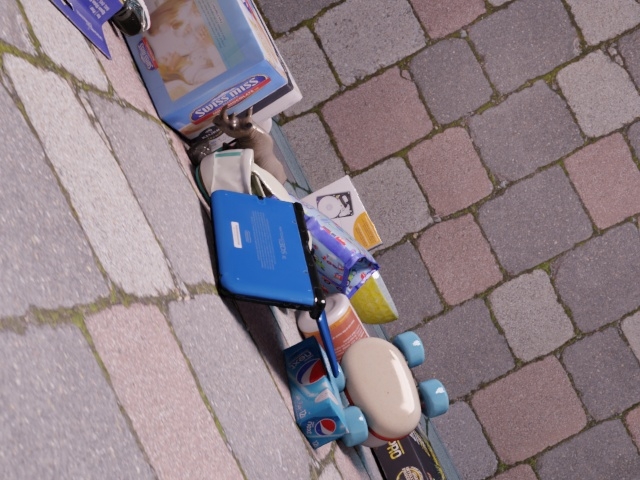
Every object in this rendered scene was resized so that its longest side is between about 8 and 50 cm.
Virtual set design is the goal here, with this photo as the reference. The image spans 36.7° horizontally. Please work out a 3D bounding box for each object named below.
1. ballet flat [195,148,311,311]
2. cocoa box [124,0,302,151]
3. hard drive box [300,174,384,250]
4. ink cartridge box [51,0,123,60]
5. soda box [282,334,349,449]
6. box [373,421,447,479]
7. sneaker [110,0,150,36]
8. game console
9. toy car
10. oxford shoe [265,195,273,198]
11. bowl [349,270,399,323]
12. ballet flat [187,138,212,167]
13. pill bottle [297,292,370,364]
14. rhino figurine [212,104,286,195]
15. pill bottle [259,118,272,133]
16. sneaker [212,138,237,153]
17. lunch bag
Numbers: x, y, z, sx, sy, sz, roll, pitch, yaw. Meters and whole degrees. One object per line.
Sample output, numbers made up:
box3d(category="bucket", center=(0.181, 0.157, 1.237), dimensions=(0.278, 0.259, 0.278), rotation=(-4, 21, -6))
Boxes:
box3d(category="ballet flat", center=(-0.092, -0.016, 1.857), dimensions=(0.400, 0.139, 0.139), rotation=(59, 7, -35))
box3d(category="cocoa box", center=(-0.231, -0.391, 1.855), dimensions=(0.347, 0.231, 0.228), rotation=(64, 9, 17))
box3d(category="hard drive box", center=(0.006, -0.020, 2.258), dimensions=(0.181, 0.232, 0.089), rotation=(62, 6, 4))
box3d(category="ink cartridge box", center=(-0.413, -0.476, 1.489), dimensions=(0.307, 0.072, 0.303), rotation=(63, 5, 20))
box3d(category="soda box", center=(-0.010, 0.257, 1.663), dimensions=(0.071, 0.067, 0.210), rotation=(60, 6, -28))
box3d(category="box", center=(0.214, 0.525, 2.277), dimensions=(0.318, 0.097, 0.395), rotation=(63, 5, 36))
box3d(category="sneaker", center=(-0.375, -0.435, 1.702), dimensions=(0.178, 0.072, 0.077), rotation=(54, 19, -7))
box3d(category="game console", center=(-0.080, 0.073, 1.677), dimensions=(0.293, 0.250, 0.173), rotation=(-105, -150, -53))
box3d(category="toy car", center=(0.101, 0.329, 1.949), dimensions=(0.210, 0.219, 0.238), rotation=(64, -23, 25))
box3d(category="oxford shoe", center=(-0.130, -0.106, 2.272), dimensions=(0.096, 0.083, 0.227), rotation=(56, -4, 1))
box3d(category="bowl", center=(0.085, 0.123, 2.677), dimensions=(0.289, 0.156, 0.289), rotation=(62, 6, -11))
box3d(category="ballet flat", center=(-0.198, -0.129, 1.863), dimensions=(0.173, 0.049, 0.057), rotation=(56, 10, -50))
box3d(category="pill bottle", center=(0.050, 0.229, 2.056), dimensions=(0.216, 0.121, 0.121), rotation=(60, 6, -21))
box3d(category="rhino figurine", center=(-0.138, -0.172, 1.839), dimensions=(0.243, 0.106, 0.073), rotation=(68, 19, -46))
box3d(category="pill bottle", center=(-0.206, -0.353, 2.471), dimensions=(0.121, 0.121, 0.221), rotation=(57, 8, -45))
box3d(category="sneaker", center=(-0.167, -0.184, 2.090), dimensions=(0.295, 0.124, 0.178), rotation=(-79, 150, -79))
box3d(category="lunch bag", center=(0.000, 0.000, 2.040), dimensions=(0.221, 0.138, 0.293), rotation=(40, -8, 13))
